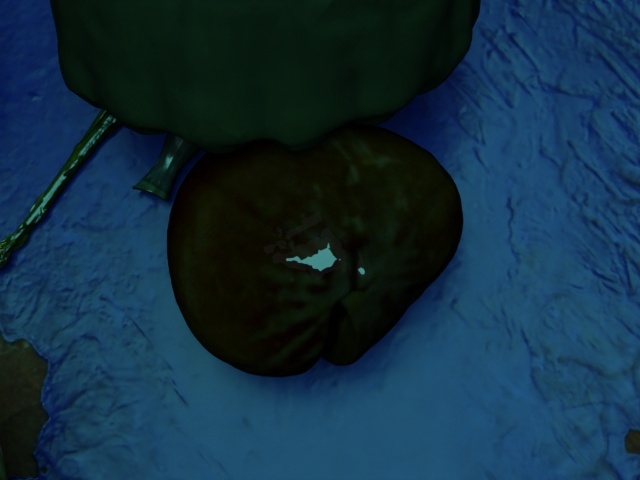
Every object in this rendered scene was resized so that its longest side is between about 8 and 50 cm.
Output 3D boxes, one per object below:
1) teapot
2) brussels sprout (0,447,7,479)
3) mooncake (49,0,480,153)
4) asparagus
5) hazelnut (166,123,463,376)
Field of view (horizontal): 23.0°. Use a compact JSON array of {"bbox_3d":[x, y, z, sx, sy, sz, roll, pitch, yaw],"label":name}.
[{"bbox_3d":[-0.126,-0.085,1.409,0.043,0.043,0.110,31,88,8],"label":"teapot"},{"bbox_3d":[-0.391,0.223,1.263,0.274,0.242,0.316,33,66,-2],"label":"brussels sprout"},{"bbox_3d":[-0.047,-0.221,1.283,0.356,0.194,0.356,-1,40,1],"label":"mooncake"},{"bbox_3d":[-0.237,-0.052,1.418,0.233,0.022,0.023,-52,125,-8],"label":"asparagus"},{"bbox_3d":[0.000,0.000,1.297,0.252,0.217,0.217,-20,79,-19],"label":"hazelnut"}]
